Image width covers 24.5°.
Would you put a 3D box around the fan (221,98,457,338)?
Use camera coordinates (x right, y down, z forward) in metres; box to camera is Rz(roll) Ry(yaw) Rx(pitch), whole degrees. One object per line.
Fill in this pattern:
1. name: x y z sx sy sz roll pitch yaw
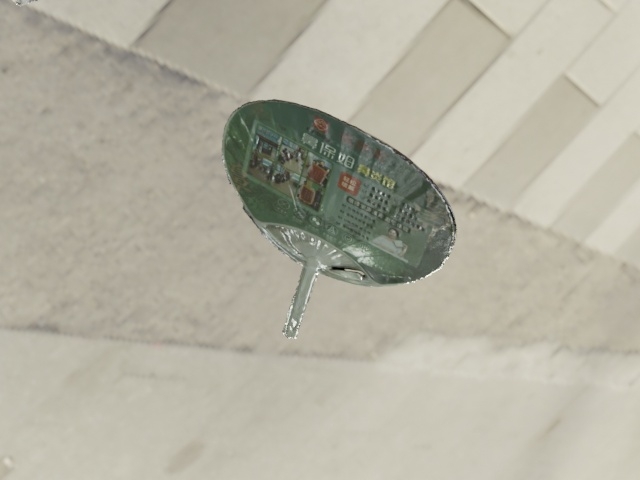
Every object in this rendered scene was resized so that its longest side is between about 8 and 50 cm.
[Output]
1. fan: -0.016 -0.025 1.316 0.294 0.223 0.012 -28 -158 48

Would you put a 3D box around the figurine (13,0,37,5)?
1. figurine: -0.154 -0.273 0.871 0.250 0.141 0.166 -46 -177 23
